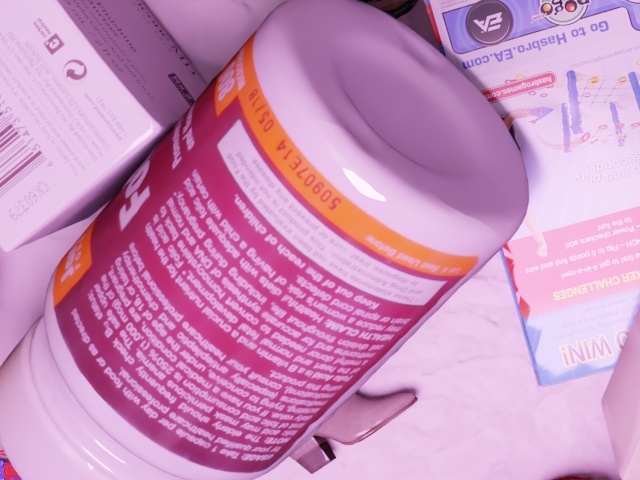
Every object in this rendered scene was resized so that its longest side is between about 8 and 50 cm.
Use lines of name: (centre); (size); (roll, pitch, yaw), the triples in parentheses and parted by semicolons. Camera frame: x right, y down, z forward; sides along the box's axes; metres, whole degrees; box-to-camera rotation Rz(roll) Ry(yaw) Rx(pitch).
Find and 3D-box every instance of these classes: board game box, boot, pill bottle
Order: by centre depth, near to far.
pill bottle: (-0.056, 0.031, 1.398); (0.224, 0.224, 0.392); (44, 119, 1)
board game box: (0.267, -0.080, 1.423); (0.308, 0.086, 0.302); (-15, 96, 12)
boot: (0.005, 0.123, 1.529); (0.118, 0.042, 0.087); (-34, 84, 7)

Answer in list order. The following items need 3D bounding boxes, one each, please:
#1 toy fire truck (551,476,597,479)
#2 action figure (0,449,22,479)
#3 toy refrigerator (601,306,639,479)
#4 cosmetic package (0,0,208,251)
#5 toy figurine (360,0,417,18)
toy fire truck: (0.200, 0.327, 1.420); (0.302, 0.169, 0.254); (-36, 93, -12)
action figure: (-0.266, 0.188, 1.595); (0.115, 0.030, 0.038); (-2, 93, 9)
toy refrigerator: (0.347, 0.120, 1.387); (0.270, 0.094, 0.102); (7, 127, -10)
cosmetic package: (-0.193, -0.104, 1.453); (0.151, 0.184, 0.151); (-38, 91, 15)
toy figurine: (0.018, -0.283, 1.405); (0.213, 0.148, 0.209); (28, 92, 4)
